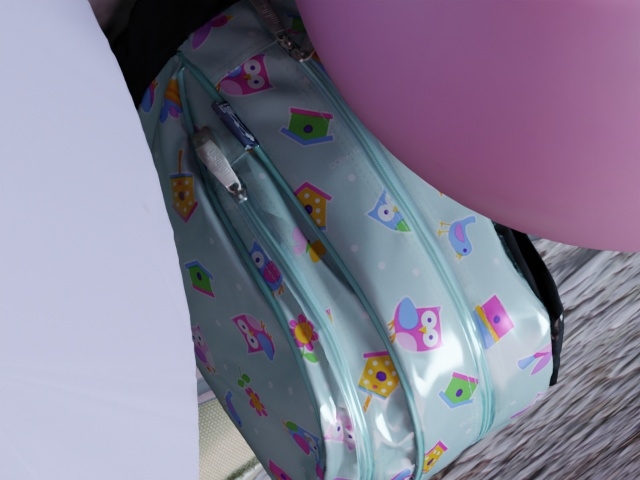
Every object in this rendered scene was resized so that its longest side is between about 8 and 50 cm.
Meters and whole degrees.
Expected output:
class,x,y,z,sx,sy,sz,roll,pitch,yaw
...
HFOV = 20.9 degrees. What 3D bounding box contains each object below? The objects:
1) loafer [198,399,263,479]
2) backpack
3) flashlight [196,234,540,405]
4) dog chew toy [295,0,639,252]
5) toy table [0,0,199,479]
class,x,y,z,sx,sy,sz,roll,pitch,yaw
loafer,-0.055,0.066,0.798,0.268,0.102,0.092,-38,156,-22
backpack,0.000,0.000,0.599,0.115,0.182,0.152,-29,160,-13
flashlight,0.034,-0.018,0.750,0.304,0.103,0.103,-22,162,-17
dog chew toy,0.076,-0.135,0.410,0.206,0.206,0.332,-32,151,-5
toy table,-0.139,0.025,0.362,0.161,0.274,0.252,-33,117,19
